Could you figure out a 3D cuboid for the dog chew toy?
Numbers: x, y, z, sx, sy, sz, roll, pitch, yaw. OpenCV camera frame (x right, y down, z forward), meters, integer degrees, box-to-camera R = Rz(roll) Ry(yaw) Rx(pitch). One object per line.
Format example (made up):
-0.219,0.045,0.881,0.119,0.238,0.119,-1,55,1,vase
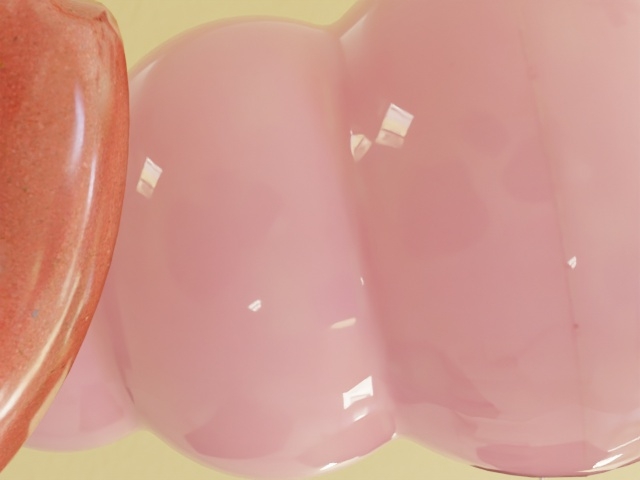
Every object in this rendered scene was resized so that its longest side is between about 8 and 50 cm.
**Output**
0.000,0.000,0.590,0.331,0.207,0.206,-10,0,4,dog chew toy

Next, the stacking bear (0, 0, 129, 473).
-0.163,0.026,0.260,0.175,0.164,0.289,6,11,12,stacking bear

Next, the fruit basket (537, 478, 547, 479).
0.107,0.249,0.825,0.165,0.353,0.327,-5,-33,5,fruit basket
